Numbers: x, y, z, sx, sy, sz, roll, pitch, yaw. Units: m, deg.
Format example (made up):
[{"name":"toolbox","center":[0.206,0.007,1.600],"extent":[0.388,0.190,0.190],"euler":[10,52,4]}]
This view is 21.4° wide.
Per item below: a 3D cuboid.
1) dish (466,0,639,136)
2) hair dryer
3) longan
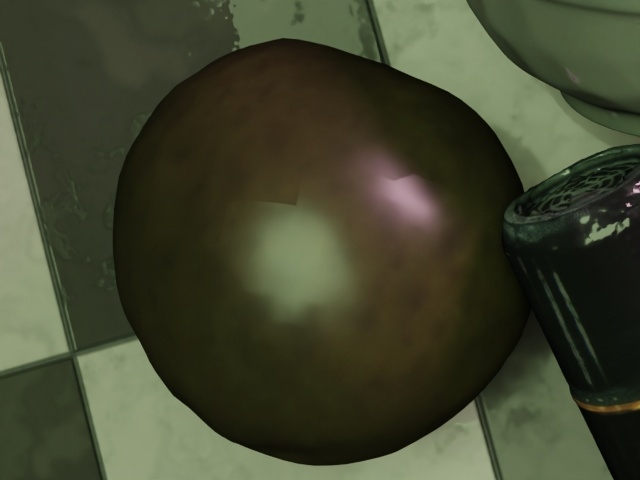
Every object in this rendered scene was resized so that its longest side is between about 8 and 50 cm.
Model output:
[{"name":"dish","center":[0.202,-0.138,0.913],"extent":[0.303,0.303,0.120],"euler":[5,120,15]},{"name":"hair dryer","center":[0.280,-0.001,0.847],"extent":[0.352,0.107,0.189],"euler":[-24,105,16]},{"name":"longan","center":[0.000,0.000,0.958],"extent":[0.248,0.248,0.248],"euler":[-1,88,15]}]
